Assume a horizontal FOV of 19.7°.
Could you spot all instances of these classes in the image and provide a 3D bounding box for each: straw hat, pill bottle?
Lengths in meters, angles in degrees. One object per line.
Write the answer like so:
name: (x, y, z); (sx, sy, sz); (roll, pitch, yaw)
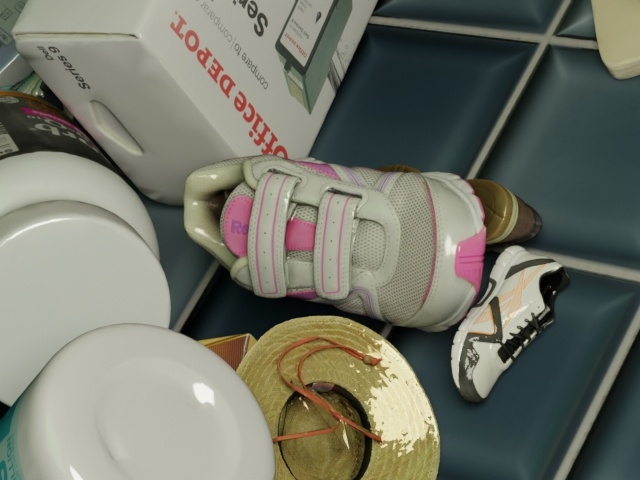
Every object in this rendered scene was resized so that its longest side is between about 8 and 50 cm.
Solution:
straw hat: (-0.001, 0.123, 1.125); (0.144, 0.144, 0.061); (-66, 8, -24)
pill bottle: (-0.197, 0.005, 1.232); (0.162, 0.162, 0.278); (-43, 27, -3)
pill bottle: (-0.146, 0.170, 1.075); (0.264, 0.146, 0.146); (-48, 31, 44)

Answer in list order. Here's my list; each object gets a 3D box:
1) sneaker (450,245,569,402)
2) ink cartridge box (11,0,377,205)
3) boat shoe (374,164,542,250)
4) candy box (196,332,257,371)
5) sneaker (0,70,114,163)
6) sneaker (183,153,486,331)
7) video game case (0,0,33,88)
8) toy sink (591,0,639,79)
sneaker: (0.115, 0.051, 1.123); (0.044, 0.040, 0.109); (11, 64, 36)
ink cartridge box: (-0.065, -0.193, 1.319); (0.122, 0.211, 0.289); (5, 60, 35)
boat shoe: (0.079, -0.015, 1.194); (0.152, 0.049, 0.056); (13, 82, 52)
candy box: (-0.123, 0.128, 1.214); (0.187, 0.053, 0.109); (-9, 51, 27)
sneaker: (-0.212, -0.099, 1.420); (0.283, 0.110, 0.122); (-41, 34, -5)
sneaker: (0.000, 0.000, 1.153); (0.252, 0.111, 0.103); (8, 96, 52)
video game case: (-0.310, -0.179, 1.580); (0.244, 0.061, 0.269); (-45, 44, -7)
toy sink: (0.263, -0.231, 1.183); (0.234, 0.131, 0.152); (-19, 47, 22)
